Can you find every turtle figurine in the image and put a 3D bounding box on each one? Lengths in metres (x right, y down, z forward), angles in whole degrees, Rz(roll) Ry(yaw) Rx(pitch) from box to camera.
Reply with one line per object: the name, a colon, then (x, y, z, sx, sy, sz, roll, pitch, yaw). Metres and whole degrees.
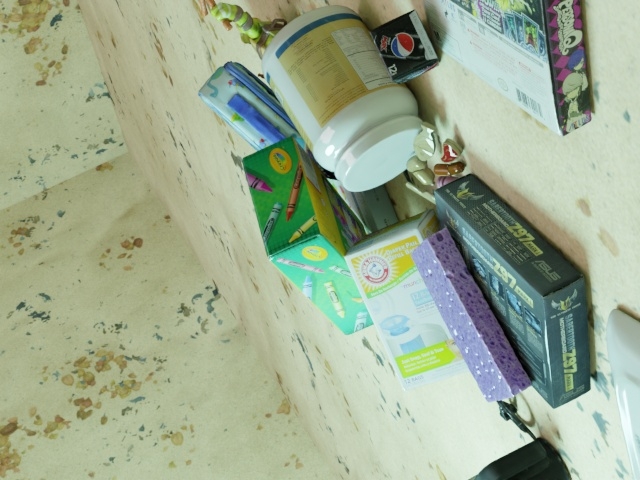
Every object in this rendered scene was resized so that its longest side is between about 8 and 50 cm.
turtle figurine: (-0.057, -0.273, 1.752, 0.217, 0.087, 0.269, 47, -178, 40)

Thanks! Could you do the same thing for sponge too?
sponge: (0.176, 0.092, 1.415, 0.210, 0.031, 0.117, 62, 169, 8)

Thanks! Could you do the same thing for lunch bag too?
lunch bag: (-0.085, -0.182, 1.829, 0.219, 0.090, 0.176, 41, -176, -5)

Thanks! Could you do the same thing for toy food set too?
toy food set: (0.144, -0.092, 1.430, 0.078, 0.019, 0.122, 33, 148, 9)

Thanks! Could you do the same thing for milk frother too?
milk frother: (0.240, 0.302, 1.599, 0.143, 0.135, 0.129, 46, 157, 52)

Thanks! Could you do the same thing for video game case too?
video game case: (0.159, -0.234, 1.094, 0.232, 0.042, 0.210, 48, 161, 49)

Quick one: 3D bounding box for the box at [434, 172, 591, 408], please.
box: (0.221, 0.055, 1.369, 0.232, 0.059, 0.183, 50, 161, 48)

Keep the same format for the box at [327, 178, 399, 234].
box: (0.066, -0.046, 1.814, 0.145, 0.038, 0.186, 68, 167, -16)

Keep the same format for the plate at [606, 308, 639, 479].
plate: (0.376, 0.234, 1.158, 0.278, 0.045, 0.277, 42, 156, 58)

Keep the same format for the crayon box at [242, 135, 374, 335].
crayon box: (0.000, 0.000, 1.631, 0.278, 0.081, 0.165, 49, -159, -55)

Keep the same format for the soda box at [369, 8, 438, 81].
soda box: (0.092, -0.204, 1.264, 0.060, 0.053, 0.169, 65, -171, -3)

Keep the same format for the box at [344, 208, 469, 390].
box: (0.130, 0.077, 1.566, 0.203, 0.114, 0.103, 66, -159, -8)

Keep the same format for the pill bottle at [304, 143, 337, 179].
pill bottle: (0.045, -0.125, 1.620, 0.094, 0.094, 0.169, 67, 166, -13)

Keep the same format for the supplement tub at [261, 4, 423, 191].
supplement tub: (0.032, -0.175, 1.466, 0.199, 0.144, 0.144, 59, 166, 20)
